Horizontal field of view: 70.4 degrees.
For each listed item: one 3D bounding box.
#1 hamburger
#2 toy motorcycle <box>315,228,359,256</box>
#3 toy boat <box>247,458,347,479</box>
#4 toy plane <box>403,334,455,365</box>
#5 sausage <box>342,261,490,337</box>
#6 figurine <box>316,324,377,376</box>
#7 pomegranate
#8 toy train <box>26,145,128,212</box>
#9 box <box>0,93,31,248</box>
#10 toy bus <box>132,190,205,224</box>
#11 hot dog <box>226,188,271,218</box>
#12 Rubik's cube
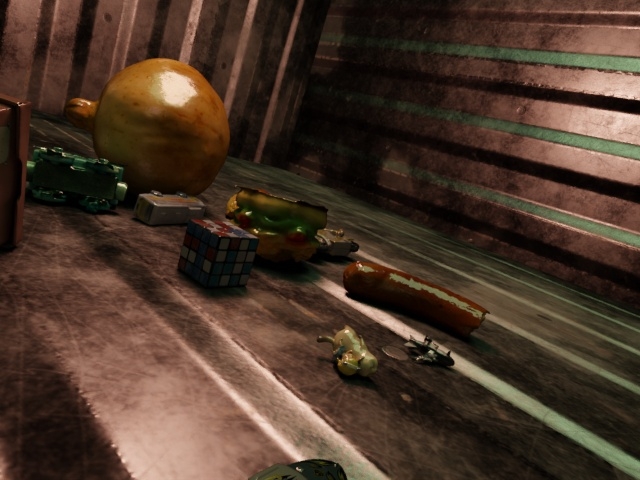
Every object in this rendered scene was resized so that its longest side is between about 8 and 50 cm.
[{"bbox_3d":[-0.100,-0.028,1.020,0.236,0.149,0.237,16,2,-1],"label":"hamburger"},{"bbox_3d":[0.000,0.000,1.227,0.152,0.073,0.225,21,12,32],"label":"toy motorcycle"},{"bbox_3d":[-0.022,0.189,0.321,0.055,0.060,0.141,22,9,31],"label":"toy boat"},{"bbox_3d":[0.179,0.180,0.737,0.083,0.031,0.078,20,27,22],"label":"toy plane"},{"bbox_3d":[0.192,0.116,0.942,0.301,0.076,0.103,20,11,13],"label":"sausage"},{"bbox_3d":[0.035,0.156,0.616,0.050,0.047,0.083,-9,32,-34],"label":"figurine"},{"bbox_3d":[-0.451,-0.292,1.211,0.409,0.411,0.410,17,11,-3],"label":"pomegranate"},{"bbox_3d":[-0.530,-0.136,0.990,0.203,0.112,0.163,13,6,-27],"label":"toy train"},{"bbox_3d":[-0.511,-0.104,0.593,0.214,0.215,0.086,16,22,-7],"label":"box"},{"bbox_3d":[-0.354,-0.076,1.079,0.075,0.064,0.190,28,14,21],"label":"toy bus"},{"bbox_3d":[-0.202,-0.115,1.415,0.123,0.093,0.261,19,11,8],"label":"hot dog"},{"bbox_3d":[-0.178,0.022,0.791,0.092,0.092,0.092,26,13,36],"label":"Rubik's cube"}]
